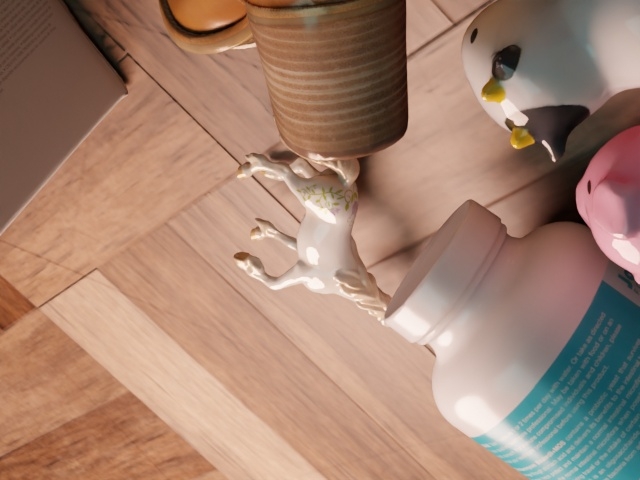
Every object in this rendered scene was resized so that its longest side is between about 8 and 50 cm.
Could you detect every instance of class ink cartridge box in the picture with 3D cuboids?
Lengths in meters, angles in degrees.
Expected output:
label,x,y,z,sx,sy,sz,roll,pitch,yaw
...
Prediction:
label,x,y,z,sx,sy,sz,roll,pitch,yaw
ink cartridge box,-0.326,-0.030,0.904,0.271,0.309,0.130,-11,124,41

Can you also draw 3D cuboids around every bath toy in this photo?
label,x,y,z,sx,sy,sz,roll,pitch,yaw
bath toy,0.182,-0.043,0.694,0.151,0.129,0.348,-19,119,44

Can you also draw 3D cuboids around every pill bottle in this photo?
label,x,y,z,sx,sy,sz,roll,pitch,yaw
pill bottle,0.170,0.087,0.823,0.264,0.146,0.146,35,141,-4

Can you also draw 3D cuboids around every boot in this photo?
label,x,y,z,sx,sy,sz,roll,pitch,yaw
boot,-0.034,-0.188,0.641,0.109,0.283,0.220,-12,120,-6

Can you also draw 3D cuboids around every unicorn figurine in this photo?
label,x,y,z,sx,sy,sz,roll,pitch,yaw
unicorn figurine,0.000,0.000,0.914,0.111,0.060,0.162,17,139,20
